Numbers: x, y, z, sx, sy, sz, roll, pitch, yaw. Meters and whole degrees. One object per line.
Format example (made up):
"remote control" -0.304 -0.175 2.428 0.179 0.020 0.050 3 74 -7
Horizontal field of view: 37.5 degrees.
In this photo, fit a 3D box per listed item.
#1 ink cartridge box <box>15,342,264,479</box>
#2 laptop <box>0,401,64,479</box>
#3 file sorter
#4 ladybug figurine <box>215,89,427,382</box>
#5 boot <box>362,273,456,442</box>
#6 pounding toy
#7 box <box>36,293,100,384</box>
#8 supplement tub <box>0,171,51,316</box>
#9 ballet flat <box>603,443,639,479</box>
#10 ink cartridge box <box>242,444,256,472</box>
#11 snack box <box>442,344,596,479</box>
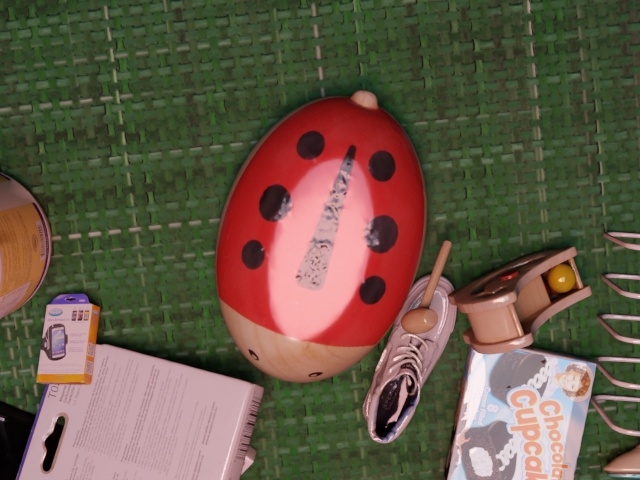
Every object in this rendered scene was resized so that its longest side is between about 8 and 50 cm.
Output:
"ink cartridge box" -0.279 0.332 1.396 0.330 0.071 0.324 12 79 21
"laptop" -0.451 0.523 1.514 0.381 0.236 0.408 23 69 -2
"file sorter" 0.498 0.133 1.361 0.173 0.193 0.278 3 97 3
"ladybug figurine" 0.000 0.000 1.366 0.304 0.162 0.450 13 97 0
"boot" 0.139 0.179 1.405 0.095 0.123 0.258 20 97 -2
"pounding toy" 0.253 0.062 1.340 0.269 0.154 0.155 -24 97 -23
"box" -0.381 0.150 1.432 0.081 0.028 0.136 -2 70 16
"supplement tub" -0.529 0.023 1.293 0.240 0.331 0.241 0 97 1
"ballet flat" 0.558 0.338 1.449 0.248 0.086 0.086 8 97 -1
"ink cartridge box" -0.173 0.327 1.466 0.122 0.052 0.088 42 96 -5
"snack box" 0.293 0.321 1.438 0.187 0.060 0.322 10 93 3
